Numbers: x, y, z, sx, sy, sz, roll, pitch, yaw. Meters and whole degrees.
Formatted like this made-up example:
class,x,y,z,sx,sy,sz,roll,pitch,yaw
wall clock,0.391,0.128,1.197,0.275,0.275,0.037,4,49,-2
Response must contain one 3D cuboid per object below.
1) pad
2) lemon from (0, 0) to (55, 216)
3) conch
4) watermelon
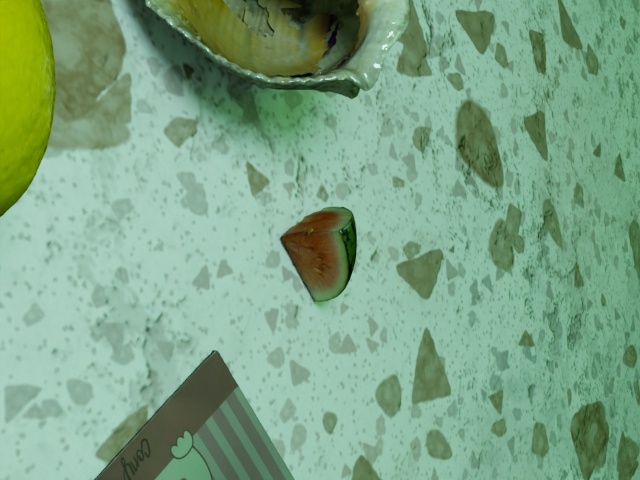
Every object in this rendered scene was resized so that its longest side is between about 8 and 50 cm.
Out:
class,x,y,z,sx,sy,sz,roll,pitch,yaw
pad,-0.146,0.281,0.818,0.300,0.005,0.202,-47,118,-43
lemon,-0.295,-0.096,0.544,0.240,0.240,0.219,-34,121,-46
conch,-0.037,-0.280,0.908,0.210,0.352,0.297,98,-12,-70
watermelon,0.000,0.000,0.979,0.094,0.135,0.125,15,72,-8
